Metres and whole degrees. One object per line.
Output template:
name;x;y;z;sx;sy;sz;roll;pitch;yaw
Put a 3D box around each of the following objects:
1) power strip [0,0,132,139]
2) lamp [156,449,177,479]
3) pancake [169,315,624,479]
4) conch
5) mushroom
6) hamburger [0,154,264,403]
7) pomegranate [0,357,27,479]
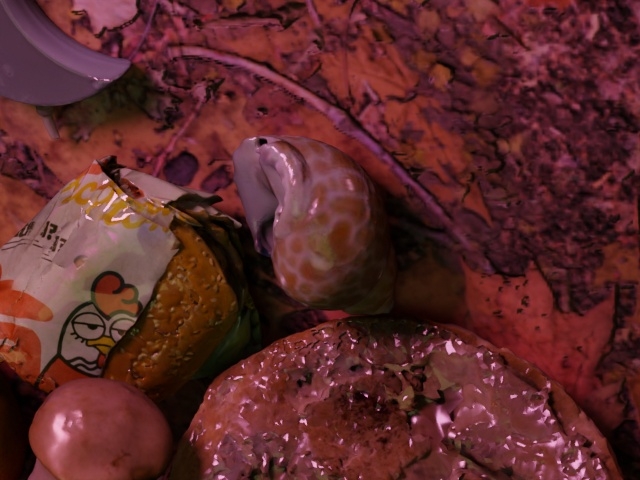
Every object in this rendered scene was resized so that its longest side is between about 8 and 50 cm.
power strip;-0.234;-0.175;1.481;0.137;0.044;0.216;-15;114;23
lamp;-0.155;0.239;1.672;0.325;0.090;0.089;-16;113;22
pancake;0.055;0.240;1.505;0.387;0.387;0.082;11;165;9
conch;0.002;-0.013;1.480;0.173;0.106;0.116;56;142;2
mushroom;-0.219;0.248;1.540;0.122;0.159;0.329;41;132;17
hamburger;-0.142;0.052;1.540;0.214;0.125;0.235;-36;109;24
pomegranate;-0.352;0.155;1.598;0.221;0.221;0.257;31;119;-4
